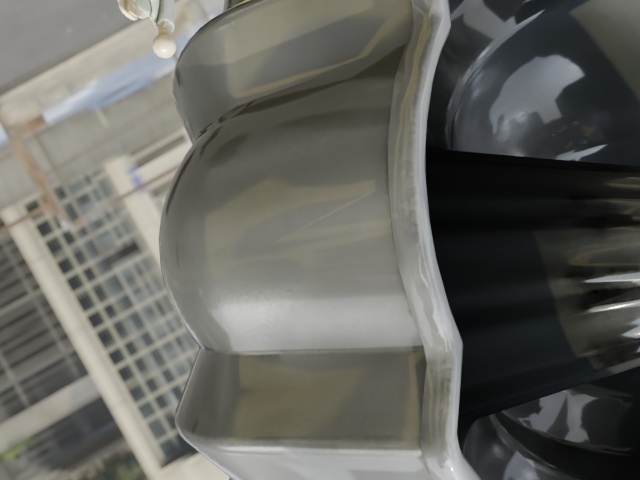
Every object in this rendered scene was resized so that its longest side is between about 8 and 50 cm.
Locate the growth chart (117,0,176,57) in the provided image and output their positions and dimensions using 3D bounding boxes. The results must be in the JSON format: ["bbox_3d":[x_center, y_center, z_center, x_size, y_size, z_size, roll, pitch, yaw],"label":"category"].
[{"bbox_3d":[-0.176,-0.236,0.970,0.021,0.237,0.172,-35,-144,31],"label":"growth chart"}]

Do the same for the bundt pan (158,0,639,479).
[{"bbox_3d":[0.067,0.012,0.504,0.124,0.331,0.331,-8,-167,35],"label":"bundt pan"}]
